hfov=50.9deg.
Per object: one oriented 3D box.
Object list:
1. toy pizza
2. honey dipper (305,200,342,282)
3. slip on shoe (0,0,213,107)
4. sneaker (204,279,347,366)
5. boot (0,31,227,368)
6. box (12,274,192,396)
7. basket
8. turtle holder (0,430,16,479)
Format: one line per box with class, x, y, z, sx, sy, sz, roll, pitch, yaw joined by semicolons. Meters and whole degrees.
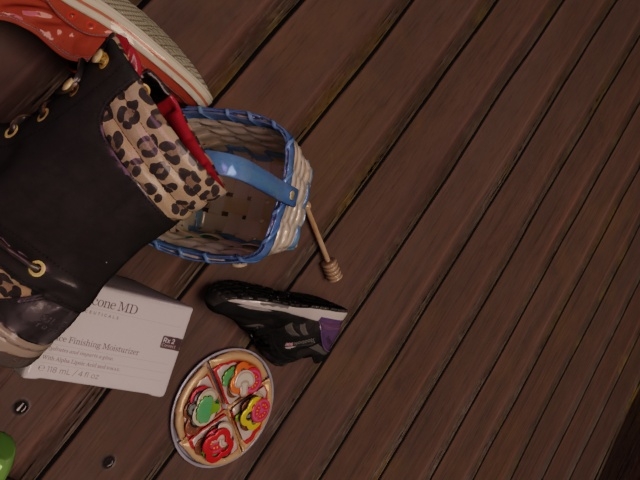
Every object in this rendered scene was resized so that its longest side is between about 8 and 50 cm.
toy pizza;-0.151;0.276;1.096;0.201;0.032;0.201;-10;106;-41
honey dipper;0.000;0.000;1.181;0.030;0.030;0.161;-36;118;-31
slip on shoe;-0.270;-0.249;0.839;0.101;0.123;0.331;-46;140;16
sneaker;-0.072;0.147;1.096;0.283;0.107;0.124;16;94;-43
boot;-0.294;-0.102;0.659;0.284;0.138;0.377;-35;83;5
box;-0.291;0.099;0.829;0.181;0.182;0.119;21;85;-43
basket;-0.144;-0.073;0.858;0.289;0.254;0.201;28;75;-63
turtle holder;-0.441;0.288;0.665;0.320;0.243;0.227;32;105;-6
